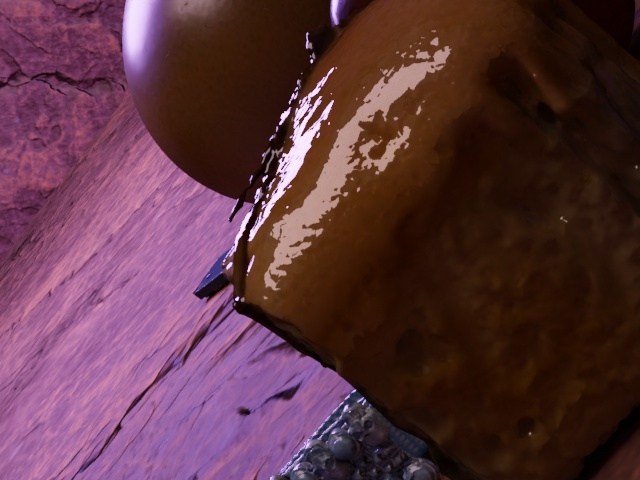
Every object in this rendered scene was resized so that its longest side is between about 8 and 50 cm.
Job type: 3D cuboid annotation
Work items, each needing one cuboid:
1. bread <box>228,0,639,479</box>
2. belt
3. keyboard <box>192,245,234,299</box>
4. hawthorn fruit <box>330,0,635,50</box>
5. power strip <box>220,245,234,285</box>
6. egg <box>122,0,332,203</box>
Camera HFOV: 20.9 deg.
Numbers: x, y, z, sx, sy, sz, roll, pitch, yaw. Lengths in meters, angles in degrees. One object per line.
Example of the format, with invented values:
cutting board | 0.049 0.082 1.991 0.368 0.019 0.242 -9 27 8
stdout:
bread | 0.083 -0.032 0.792 0.162 0.204 0.262 -40 20 46
belt | -0.011 0.150 0.911 0.179 0.065 0.100 -48 5 15
keyboard | -0.052 -0.002 1.530 0.176 0.014 0.055 -36 19 44
hawthorn fruit | 0.113 -0.137 1.072 0.202 0.185 0.185 -33 14 -1
power strip | 0.000 0.000 1.307 0.064 0.044 0.305 -56 16 -23
egg | -0.031 -0.179 1.398 0.250 0.250 0.322 -36 38 45
